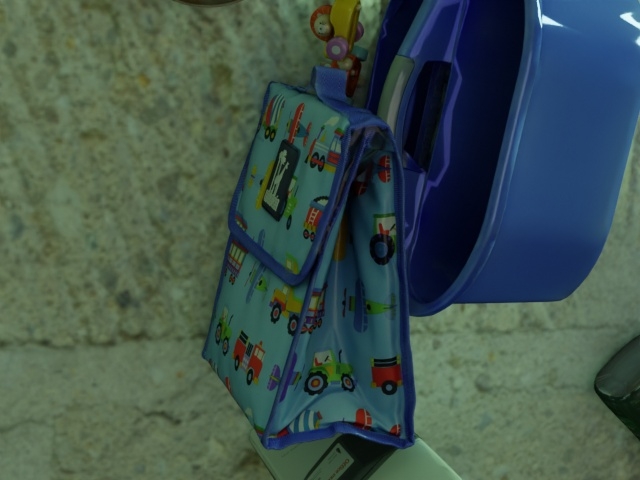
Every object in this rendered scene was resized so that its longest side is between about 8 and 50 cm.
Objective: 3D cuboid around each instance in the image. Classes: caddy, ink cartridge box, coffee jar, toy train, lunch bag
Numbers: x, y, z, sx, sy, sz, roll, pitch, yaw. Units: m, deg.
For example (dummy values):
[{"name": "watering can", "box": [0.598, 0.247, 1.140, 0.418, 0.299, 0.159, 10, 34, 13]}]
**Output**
[{"name": "caddy", "box": [0.127, -0.101, 1.087, 0.179, 0.241, 0.341, 6, 101, -28]}, {"name": "ink cartridge box", "box": [0.077, 0.276, 1.128, 0.129, 0.307, 0.223, -34, 112, -7]}, {"name": "coffee jar", "box": [0.372, 0.190, 1.328, 0.096, 0.079, 0.184, -42, 111, -8]}, {"name": "toy train", "box": [0.023, -0.201, 1.110, 0.046, 0.125, 0.166, 16, 94, 10]}, {"name": "lunch bag", "box": [0.000, 0.000, 1.079, 0.138, 0.221, 0.293, 2, 103, -19]}]

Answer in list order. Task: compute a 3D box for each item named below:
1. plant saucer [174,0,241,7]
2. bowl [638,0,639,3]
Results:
[{"name": "plant saucer", "box": [-0.098, -0.284, 1.079, 0.168, 0.029, 0.168, -4, 104, -17]}, {"name": "bowl", "box": [0.304, -0.211, 1.204, 0.170, 0.080, 0.170, -5, 104, -18]}]
